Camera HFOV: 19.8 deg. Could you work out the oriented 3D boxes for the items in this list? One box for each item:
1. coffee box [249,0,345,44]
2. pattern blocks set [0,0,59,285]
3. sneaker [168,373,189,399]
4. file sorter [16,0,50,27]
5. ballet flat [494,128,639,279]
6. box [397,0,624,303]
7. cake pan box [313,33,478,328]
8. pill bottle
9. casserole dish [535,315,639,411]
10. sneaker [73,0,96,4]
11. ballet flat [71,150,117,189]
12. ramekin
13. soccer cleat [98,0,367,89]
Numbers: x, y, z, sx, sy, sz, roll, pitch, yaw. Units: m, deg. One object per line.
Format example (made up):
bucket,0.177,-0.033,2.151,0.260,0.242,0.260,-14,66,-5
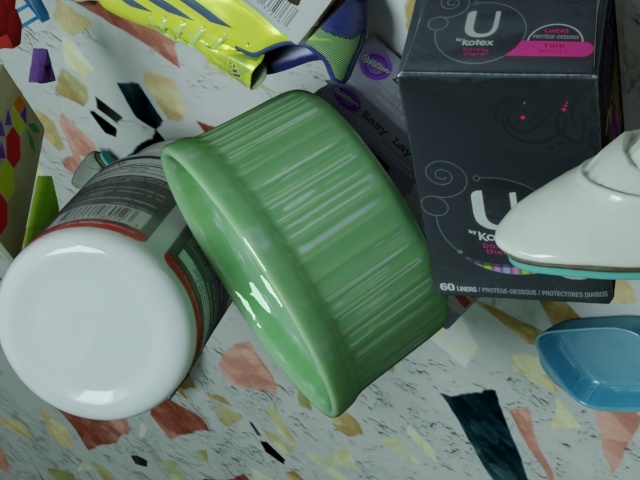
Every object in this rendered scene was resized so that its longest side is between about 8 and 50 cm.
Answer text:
coffee box,0.038,-0.305,1.463,0.119,0.168,0.297,43,151,-1
pattern blocks set,-0.330,-0.082,1.900,0.026,0.325,0.285,-1,145,13
sneaker,-0.217,0.166,2.539,0.075,0.057,0.161,35,154,2
file sorter,-0.388,-0.296,2.010,0.170,0.104,0.118,49,167,54
ballet flat,0.333,-0.045,1.403,0.400,0.139,0.139,1,138,13
box,0.171,-0.087,1.567,0.165,0.143,0.270,1,137,15
cake pan box,0.088,-0.056,1.847,0.267,0.070,0.246,43,150,2
pill bottle,-0.192,0.027,1.975,0.210,0.363,0.210,4,112,11
casserole dish,0.299,0.121,1.856,0.114,0.037,0.188,53,151,-19
sneaker,-0.192,-0.311,1.845,0.123,0.106,0.290,27,157,-28
ballet flat,-0.221,-0.021,2.269,0.213,0.068,0.072,44,-168,3
ramekin,-0.010,0.004,1.740,0.303,0.148,0.303,54,169,15
soccer cleat,-0.093,-0.207,1.748,0.289,0.093,0.121,8,95,23
